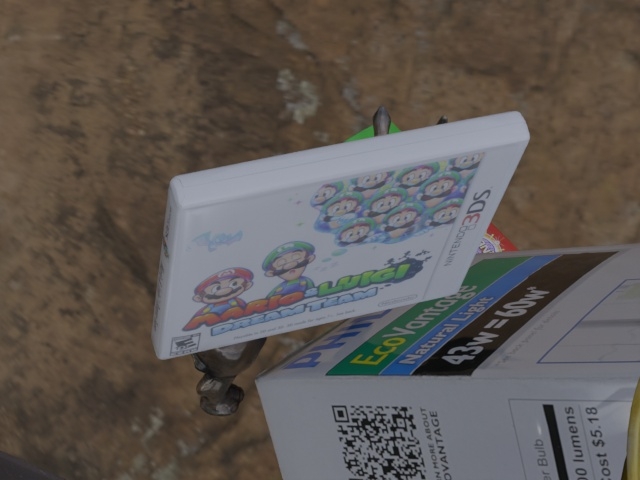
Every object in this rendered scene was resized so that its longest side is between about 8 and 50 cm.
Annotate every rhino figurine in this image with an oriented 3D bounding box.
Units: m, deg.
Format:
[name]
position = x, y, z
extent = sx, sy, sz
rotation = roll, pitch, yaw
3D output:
[rhino figurine]
position = 0.000, 0.000, 0.977
extent = 0.243, 0.073, 0.106
rotation = -42, 156, -17

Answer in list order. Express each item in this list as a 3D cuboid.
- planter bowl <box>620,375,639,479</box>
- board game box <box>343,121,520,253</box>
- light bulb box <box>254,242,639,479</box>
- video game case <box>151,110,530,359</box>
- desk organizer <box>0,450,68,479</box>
[planter bowl]
position = 0.161, 0.126, 0.481
extent = 0.217, 0.090, 0.217
rotation = 17, 49, -20
[board game box]
position = 0.132, 0.055, 1.673
extent = 0.064, 0.316, 0.242
rotation = -31, 154, -25
[light bulb box]
position = 0.199, 0.198, 0.947
extent = 0.225, 0.361, 0.358
rotation = -30, 110, -48
[video game case]
position = 0.004, 0.001, 0.696
extent = 0.157, 0.143, 0.019
rotation = -12, 63, -16
[desk organizer]
position = -0.032, 0.087, 0.289
extent = 0.130, 0.047, 0.050
rotation = 24, 102, -2
